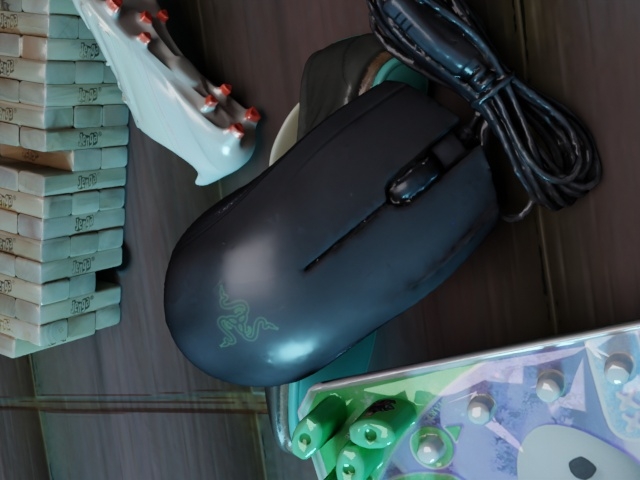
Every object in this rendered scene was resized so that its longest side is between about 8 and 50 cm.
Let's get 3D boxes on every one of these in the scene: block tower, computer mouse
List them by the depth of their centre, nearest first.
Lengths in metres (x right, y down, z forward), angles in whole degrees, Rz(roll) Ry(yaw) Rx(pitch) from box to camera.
[{"bbox_3d":[0.017,-0.019,0.566,0.272,0.072,0.188,-43,96,4],"label":"computer mouse"},{"bbox_3d":[-0.217,-0.079,0.784,0.091,0.097,0.336,12,105,31],"label":"block tower"}]

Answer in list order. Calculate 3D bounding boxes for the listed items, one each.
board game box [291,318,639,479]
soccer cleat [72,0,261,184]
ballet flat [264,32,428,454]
[{"bbox_3d":[0.204,0.236,0.524,0.390,0.050,0.390,-15,95,25],"label":"board game box"},{"bbox_3d":[-0.127,-0.124,0.715,0.196,0.068,0.076,49,126,-3],"label":"soccer cleat"},{"bbox_3d":[0.000,0.000,0.663,0.096,0.095,0.281,19,96,40],"label":"ballet flat"}]
